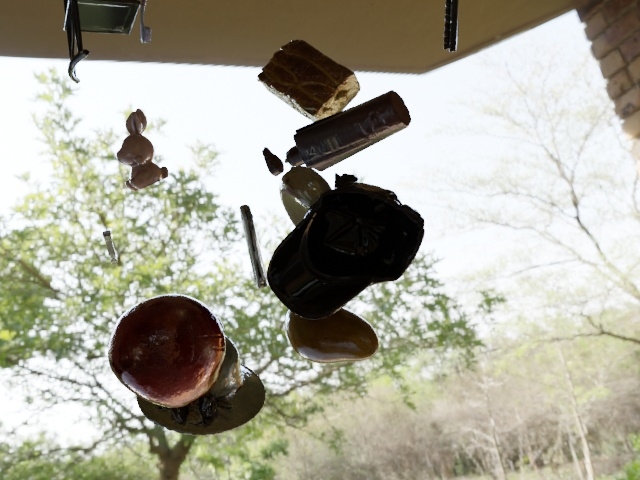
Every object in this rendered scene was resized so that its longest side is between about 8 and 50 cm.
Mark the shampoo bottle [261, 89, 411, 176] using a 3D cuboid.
[{"bbox_3d":[0.018,-0.154,0.968,0.236,0.068,0.067,-22,-10,28],"label":"shampoo bottle"}]

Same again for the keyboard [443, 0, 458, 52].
[{"bbox_3d":[0.272,-0.553,1.309,0.027,0.106,0.317,4,-57,13],"label":"keyboard"}]

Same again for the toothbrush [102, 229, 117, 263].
[{"bbox_3d":[-0.380,0.015,1.162,0.014,0.017,0.194,-12,-11,-17],"label":"toothbrush"}]

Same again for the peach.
[{"bbox_3d":[-0.249,0.176,1.037,0.197,0.198,0.197,-11,-18,-4],"label":"peach"}]

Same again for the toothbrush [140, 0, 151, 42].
[{"bbox_3d":[-0.313,-0.452,1.142,0.019,0.194,0.013,-9,17,-40],"label":"toothbrush"}]

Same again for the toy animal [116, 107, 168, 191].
[{"bbox_3d":[-0.504,-0.245,1.751,0.124,0.213,0.124,-16,9,2],"label":"toy animal"}]

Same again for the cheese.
[{"bbox_3d":[-0.008,-0.040,1.502,0.082,0.163,0.287,-37,-52,-20],"label":"cheese"}]

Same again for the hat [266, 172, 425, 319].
[{"bbox_3d":[0.034,0.005,1.357,0.336,0.238,0.209,-34,14,-5],"label":"hat"}]

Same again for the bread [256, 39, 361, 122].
[{"bbox_3d":[-0.038,-0.472,1.901,0.185,0.274,0.114,-47,-33,-4],"label":"bread"}]

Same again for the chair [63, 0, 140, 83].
[{"bbox_3d":[-0.445,-0.462,1.290,0.141,0.260,0.154,-5,-6,-25],"label":"chair"}]

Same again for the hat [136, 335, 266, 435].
[{"bbox_3d":[-0.233,0.251,1.266,0.256,0.130,0.257,4,24,-2],"label":"hat"}]

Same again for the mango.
[{"bbox_3d":[0.020,0.211,1.426,0.253,0.139,0.113,14,-30,38],"label":"mango"}]

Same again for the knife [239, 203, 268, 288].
[{"bbox_3d":[-0.190,0.024,1.858,0.040,0.073,0.266,-14,-62,-9],"label":"knife"}]
